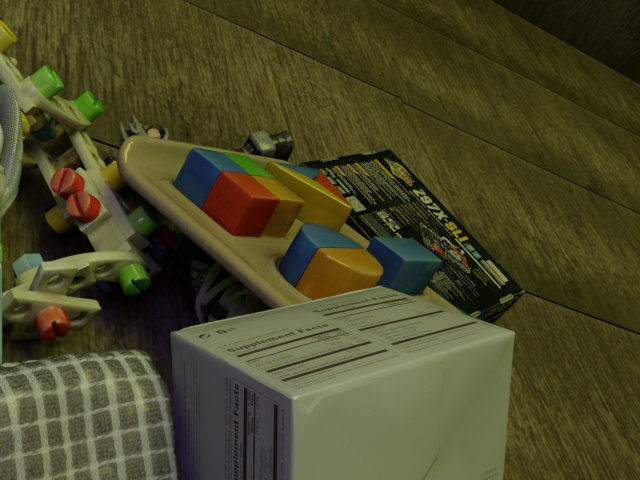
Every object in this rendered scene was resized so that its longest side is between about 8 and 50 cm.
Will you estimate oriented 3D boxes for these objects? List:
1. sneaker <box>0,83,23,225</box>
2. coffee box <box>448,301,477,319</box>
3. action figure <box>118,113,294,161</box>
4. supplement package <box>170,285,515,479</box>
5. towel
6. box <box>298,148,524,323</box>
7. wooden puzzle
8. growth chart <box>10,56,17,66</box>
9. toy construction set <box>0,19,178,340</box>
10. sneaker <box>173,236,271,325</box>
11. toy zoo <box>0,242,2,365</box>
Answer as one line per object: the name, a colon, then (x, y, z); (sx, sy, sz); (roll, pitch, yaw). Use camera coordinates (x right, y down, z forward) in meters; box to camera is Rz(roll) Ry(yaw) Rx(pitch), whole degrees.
sneaker: (-0.373, -0.094, 0.824); (0.137, 0.210, 0.366); (2, 46, -47)
coffee box: (0.118, 0.118, 1.167); (0.184, 0.113, 0.040); (29, 9, -14)
action figure: (-0.147, -0.079, 1.173); (0.285, 0.099, 0.185); (-2, 55, -43)
supplement package: (0.014, 0.188, 0.671); (0.204, 0.262, 0.145); (-10, 18, -39)
towel: (-0.194, 0.216, 0.572); (0.235, 0.121, 0.284); (-2, 81, -49)
box: (0.122, 0.007, 1.360); (0.322, 0.079, 0.257); (48, 30, 17)
wooden puzzle: (0.000, 0.000, 0.972); (0.348, 0.080, 0.322); (43, 20, 25)
growth chart: (-0.463, -0.200, 1.062); (0.172, 0.021, 0.237); (28, 31, -16)
toy construction set: (-0.261, -0.047, 0.935); (0.215, 0.151, 0.328); (47, 22, -61)
sneaker: (-0.086, 0.116, 0.937); (0.257, 0.169, 0.447); (35, 21, 10)
toy zoo: (-0.320, 0.094, 0.637); (0.192, 0.030, 0.293); (1, 84, -22)
